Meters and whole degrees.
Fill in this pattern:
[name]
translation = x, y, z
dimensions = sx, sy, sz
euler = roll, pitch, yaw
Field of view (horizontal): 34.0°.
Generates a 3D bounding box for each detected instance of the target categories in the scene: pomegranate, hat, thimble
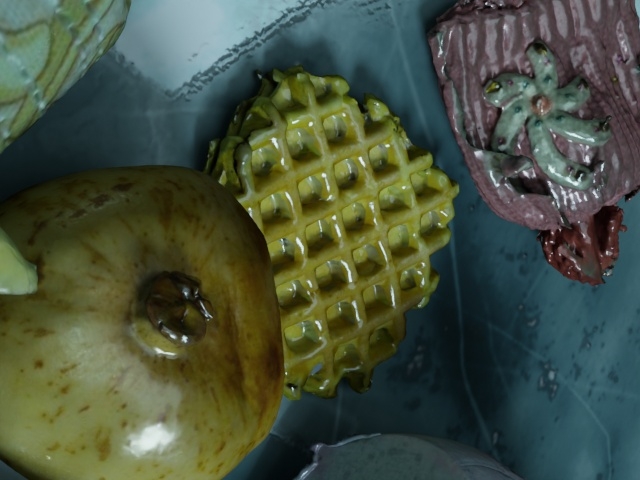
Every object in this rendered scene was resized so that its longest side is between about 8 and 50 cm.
[pomegranate]
translation = -0.115, 0.053, 0.634
dimensions = 0.215, 0.215, 0.215
euler = -8, 103, -35
[hat]
translation = 0.218, -0.092, 0.925
dimensions = 0.237, 0.107, 0.286
euler = -20, 106, -22
[thimble]
translation = -0.200, -0.146, 0.573
dimensions = 0.143, 0.137, 0.190
euler = -48, 146, -18

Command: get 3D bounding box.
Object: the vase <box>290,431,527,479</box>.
[vase]
translation = 0.153, 0.330, 0.882
dimensions = 0.445, 0.250, 0.250
euler = 42, 73, -40

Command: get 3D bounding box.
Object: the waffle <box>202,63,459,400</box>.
[waffle]
translation = 0.001, 0.000, 0.818
dimensions = 0.254, 0.052, 0.245
euler = 32, 81, -37

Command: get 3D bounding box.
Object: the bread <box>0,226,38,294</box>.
[bread]
translation = -0.252, -0.014, 0.493
dimensions = 0.178, 0.266, 0.141
euler = 12, 88, -39
